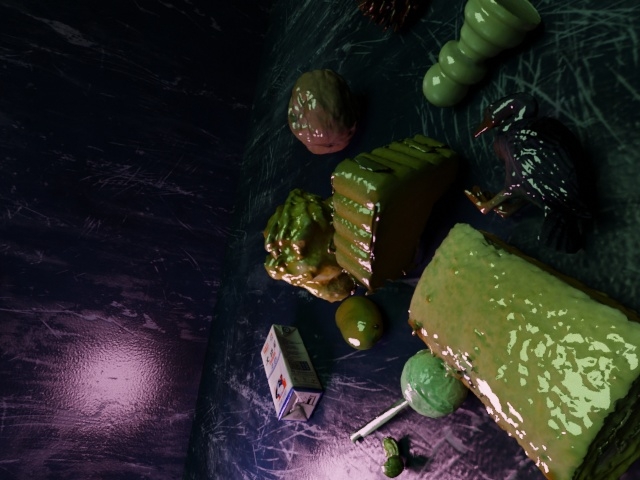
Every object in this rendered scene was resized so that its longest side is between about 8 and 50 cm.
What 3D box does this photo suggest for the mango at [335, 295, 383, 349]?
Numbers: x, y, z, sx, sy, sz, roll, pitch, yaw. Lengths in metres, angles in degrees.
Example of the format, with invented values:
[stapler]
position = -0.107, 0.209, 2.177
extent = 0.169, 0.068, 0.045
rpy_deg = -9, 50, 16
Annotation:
[mango]
position = 0.095, 0.203, 1.080
extent = 0.191, 0.086, 0.122
rpy_deg = 41, 117, 61

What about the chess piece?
[chess piece]
position = 0.317, -0.396, 0.894
extent = 0.251, 0.145, 0.144
rpy_deg = 127, 147, -51

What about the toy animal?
[toy animal]
position = 0.342, -0.112, 0.695
extent = 0.185, 0.122, 0.298
rpy_deg = -57, 33, 34

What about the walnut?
[walnut]
position = 0.011, -0.429, 1.402
extent = 0.227, 0.273, 0.273
rpy_deg = -19, 54, 23

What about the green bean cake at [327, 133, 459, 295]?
[green bean cake]
position = 0.150, -0.072, 0.955
extent = 0.202, 0.285, 0.309
rpy_deg = 35, 135, 38

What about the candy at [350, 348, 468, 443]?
[candy]
position = 0.156, 0.356, 0.889
extent = 0.439, 0.119, 0.119
rpy_deg = 120, 151, -47

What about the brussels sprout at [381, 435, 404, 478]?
[brussels sprout]
position = 0.153, 0.456, 0.883
extent = 0.046, 0.051, 0.083
rpy_deg = -25, 22, 23

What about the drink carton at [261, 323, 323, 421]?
[drink carton]
position = -0.100, 0.417, 1.351
extent = 0.130, 0.107, 0.315
rpy_deg = -66, 26, 17

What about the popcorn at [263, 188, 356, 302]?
[popcorn]
position = -0.001, -0.011, 1.173
extent = 0.326, 0.290, 0.321
rpy_deg = -6, 65, 33

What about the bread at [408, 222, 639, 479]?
[bread]
position = 0.289, 0.143, 0.628
extent = 0.236, 0.165, 0.375
rpy_deg = -64, 27, 14

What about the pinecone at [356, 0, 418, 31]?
[pinecone]
position = 0.198, -0.723, 1.218
extent = 0.208, 0.208, 0.207
rpy_deg = -39, 44, 52
